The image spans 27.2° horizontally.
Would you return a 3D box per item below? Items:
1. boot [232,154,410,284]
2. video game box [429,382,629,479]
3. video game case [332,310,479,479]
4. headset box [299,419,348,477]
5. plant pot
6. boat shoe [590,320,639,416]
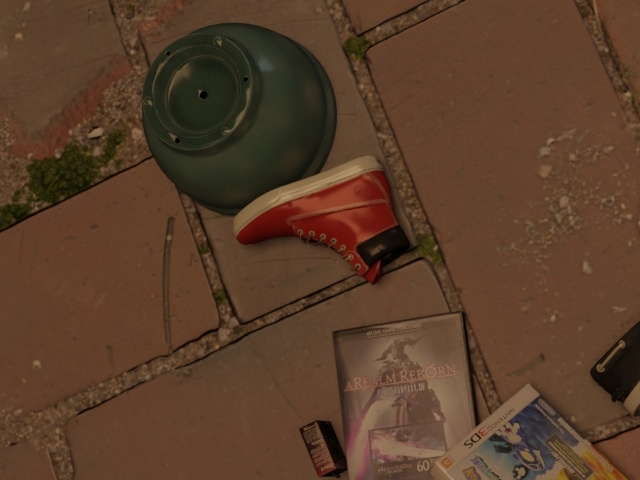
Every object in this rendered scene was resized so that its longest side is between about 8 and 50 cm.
[{"bbox_3d":[0.000,0.000,1.931,0.244,0.088,0.176,-21,76,11],"label":"boot"},{"bbox_3d":[0.280,0.317,1.749,0.187,0.048,0.205,-37,68,-23],"label":"video game box"},{"bbox_3d":[0.126,0.250,1.875,0.196,0.026,0.274,-10,78,18],"label":"video game case"},{"bbox_3d":[0.007,0.301,1.887,0.032,0.062,0.083,-29,72,14],"label":"headset box"},{"bbox_3d":[-0.144,-0.197,1.955,0.293,0.196,0.293,-3,79,19],"label":"plant pot"},{"bbox_3d":[0.467,0.089,1.725,0.091,0.114,0.302,42,100,25],"label":"boat shoe"}]
